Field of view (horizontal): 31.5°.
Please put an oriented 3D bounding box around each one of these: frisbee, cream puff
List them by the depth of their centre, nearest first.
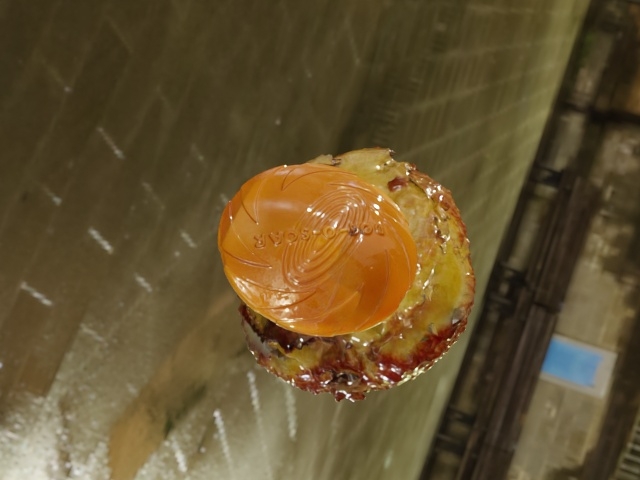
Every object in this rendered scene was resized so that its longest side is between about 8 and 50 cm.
[{"bbox_3d":[0.000,0.000,1.064,0.035,0.192,0.192,108,8,-56],"label":"frisbee"},{"bbox_3d":[0.049,0.059,1.494,0.350,0.350,0.229,-65,151,-25],"label":"cream puff"}]
